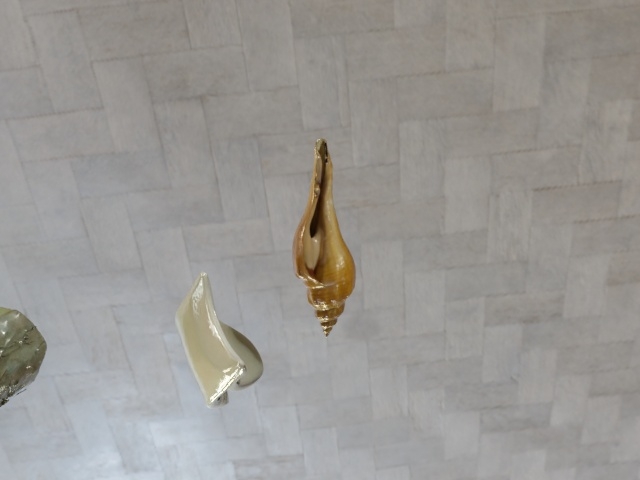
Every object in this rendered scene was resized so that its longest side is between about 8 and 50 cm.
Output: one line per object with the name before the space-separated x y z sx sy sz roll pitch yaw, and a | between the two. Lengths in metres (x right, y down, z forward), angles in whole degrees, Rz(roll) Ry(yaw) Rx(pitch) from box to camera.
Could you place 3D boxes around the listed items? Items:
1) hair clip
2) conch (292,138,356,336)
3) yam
hair clip | -0.172 0.187 1.266 0.113 0.172 0.282 -26 157 -3
conch | -0.002 0.000 1.278 0.109 0.093 0.330 -9 97 -22
yam | -0.645 0.229 1.368 0.202 0.271 0.201 8 119 31
